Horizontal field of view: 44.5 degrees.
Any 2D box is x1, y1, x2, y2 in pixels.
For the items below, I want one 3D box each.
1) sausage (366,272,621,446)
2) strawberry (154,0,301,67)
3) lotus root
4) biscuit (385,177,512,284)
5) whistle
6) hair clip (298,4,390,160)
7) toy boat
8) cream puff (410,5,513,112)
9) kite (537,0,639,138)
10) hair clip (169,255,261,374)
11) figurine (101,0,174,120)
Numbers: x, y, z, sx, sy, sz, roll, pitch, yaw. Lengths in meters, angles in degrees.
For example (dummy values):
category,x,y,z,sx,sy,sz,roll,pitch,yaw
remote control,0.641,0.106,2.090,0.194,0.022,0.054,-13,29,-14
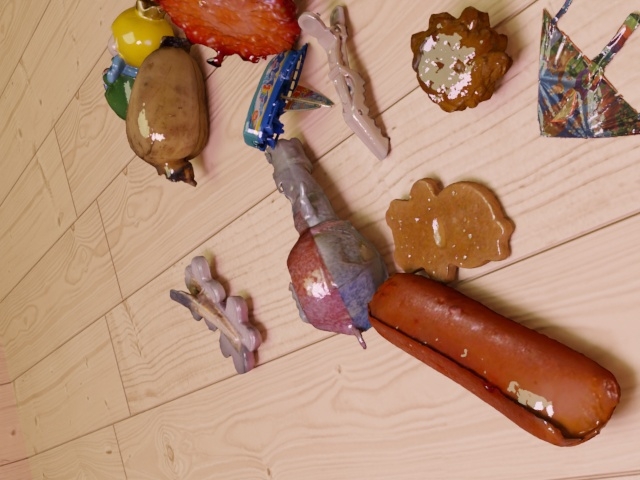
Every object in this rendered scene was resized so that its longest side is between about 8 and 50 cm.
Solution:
category,x,y,z,sx,sy,sz,roll,pitch,yaw
sausage,0.186,0.127,0.889,0.330,0.102,0.102,29,119,45
strawberry,-0.118,-0.379,1.142,0.234,0.234,0.178,-8,61,52
lotus root,-0.267,-0.222,1.362,0.154,0.140,0.257,43,-130,-87
biscuit,0.151,-0.017,0.958,0.184,0.027,0.133,-31,73,49
whistle,-0.001,0.000,1.083,0.134,0.142,0.346,-37,57,21
hair clip,0.032,-0.209,1.035,0.034,0.072,0.226,-30,75,53
toy boat,-0.035,-0.203,1.114,0.091,0.110,0.175,92,-165,-74
cream puff,0.155,-0.201,0.869,0.122,0.094,0.116,9,110,27
kite,0.268,-0.164,0.792,0.183,0.010,0.160,58,137,26
hair clip,-0.185,0.128,1.386,0.257,0.075,0.146,37,127,34
figurine,-0.344,-0.352,1.456,0.185,0.127,0.234,-125,33,-50
